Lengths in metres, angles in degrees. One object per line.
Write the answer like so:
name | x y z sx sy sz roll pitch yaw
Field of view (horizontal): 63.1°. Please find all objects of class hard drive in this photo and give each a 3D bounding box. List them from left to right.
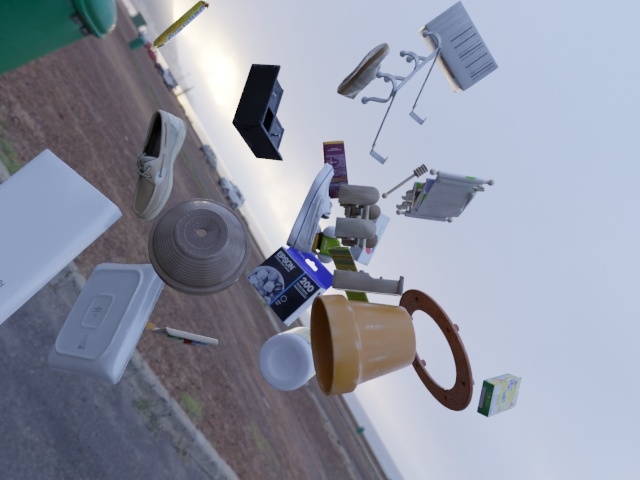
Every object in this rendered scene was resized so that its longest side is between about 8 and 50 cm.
hard drive | -0.601 -0.001 1.021 0.233 0.353 0.047 36 -20 18

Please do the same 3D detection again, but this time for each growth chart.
growth chart | 0.285 -0.101 1.255 0.237 0.171 0.021 117 -15 -64

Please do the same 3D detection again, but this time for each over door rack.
over door rack | 0.223 -0.411 1.497 0.108 0.239 0.324 35 -25 20

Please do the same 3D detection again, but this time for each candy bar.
candy bar | -0.302 -0.459 1.114 0.018 0.161 0.040 52 8 -10

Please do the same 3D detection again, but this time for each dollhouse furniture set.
dollhouse furniture set | 0.123 0.002 1.231 0.212 0.160 0.242 46 50 -79

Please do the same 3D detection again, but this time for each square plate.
square plate | -0.601 0.206 1.447 0.347 0.344 0.049 -2 -32 36

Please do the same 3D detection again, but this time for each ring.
ring | 0.305 0.286 1.386 0.336 0.032 0.337 163 -90 -73

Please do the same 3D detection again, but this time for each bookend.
bookend | -0.122 -0.290 1.198 0.157 0.072 0.156 58 44 -65

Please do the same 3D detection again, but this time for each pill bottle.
pill bottle | -0.084 0.404 1.838 0.188 0.187 0.334 59 8 9

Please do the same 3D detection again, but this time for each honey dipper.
honey dipper | 0.252 -0.178 1.578 0.031 0.160 0.030 57 -1 2

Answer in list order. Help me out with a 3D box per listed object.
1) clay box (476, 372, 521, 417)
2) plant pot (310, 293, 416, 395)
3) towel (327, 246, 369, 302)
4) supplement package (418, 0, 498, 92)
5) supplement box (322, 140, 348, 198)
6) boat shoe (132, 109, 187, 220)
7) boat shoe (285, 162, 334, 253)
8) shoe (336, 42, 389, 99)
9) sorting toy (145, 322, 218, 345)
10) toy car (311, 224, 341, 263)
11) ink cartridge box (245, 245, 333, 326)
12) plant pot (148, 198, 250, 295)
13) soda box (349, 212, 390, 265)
clay box | 0.678 0.578 1.964 0.053 0.221 0.128 16 -81 45
plant pot | 0.091 0.212 1.099 0.205 0.187 0.205 177 -90 -76
towel | 0.101 0.129 1.826 0.102 0.021 0.237 -1 -64 50
supplement package | 0.448 -0.627 1.708 0.244 0.133 0.139 55 8 -10
supplement box | 0.053 -0.256 1.903 0.104 0.080 0.188 95 -10 -77
boat shoe | -0.462 -0.205 1.429 0.109 0.303 0.098 20 1 29
boat shoe | -0.009 -0.087 1.444 0.084 0.258 0.095 24 -7 -1
shoe | 0.131 -0.477 1.480 0.058 0.077 0.219 35 -37 -18
sorting toy | -0.578 0.370 2.028 0.307 0.041 0.229 21 -18 -28
toy car | 0.000 0.000 2.196 0.136 0.181 0.159 -66 169 -71
ink cartridge box | -0.088 0.117 1.578 0.206 0.208 0.045 45 -8 30
plant pot | -0.273 0.000 1.196 0.238 0.237 0.110 59 -25 10
soda box | 0.191 -0.013 2.077 0.073 0.216 0.069 24 2 -44
